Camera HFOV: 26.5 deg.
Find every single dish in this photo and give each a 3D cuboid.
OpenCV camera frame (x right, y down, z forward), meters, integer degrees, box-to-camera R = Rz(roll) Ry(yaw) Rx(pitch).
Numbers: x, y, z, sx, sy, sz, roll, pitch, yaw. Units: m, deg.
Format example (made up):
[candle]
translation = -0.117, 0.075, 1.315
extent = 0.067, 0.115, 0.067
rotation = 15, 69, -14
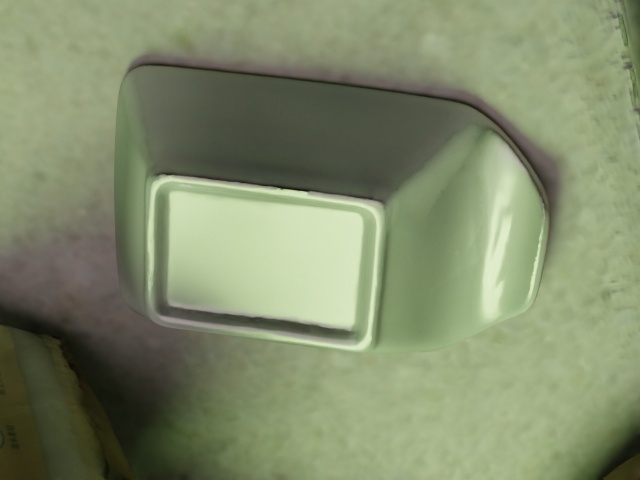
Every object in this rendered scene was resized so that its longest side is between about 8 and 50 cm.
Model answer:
[dish]
translation = 0.000, 0.000, 0.709
extent = 0.234, 0.064, 0.154
rotation = 6, 119, 5

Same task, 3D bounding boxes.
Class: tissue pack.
[tissue pack]
translation = -0.157, 0.196, 0.738
extent = 0.123, 0.257, 0.215
rotation = 2, 122, -25

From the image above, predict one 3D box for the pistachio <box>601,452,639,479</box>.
[pistachio]
translation = 0.161, 0.259, 0.759
extent = 0.162, 0.181, 0.293
rotation = 30, 113, 12
